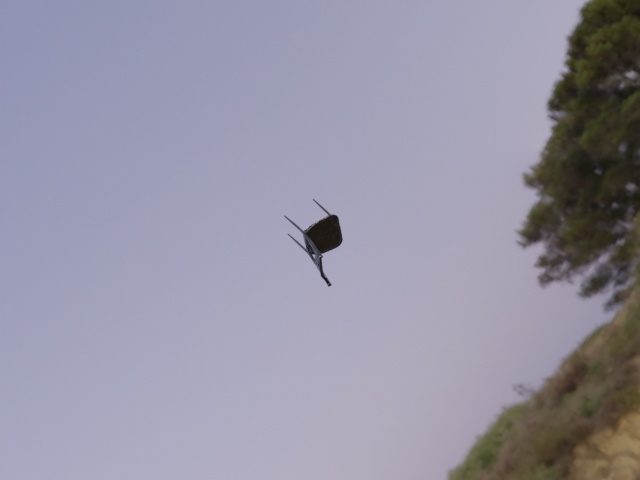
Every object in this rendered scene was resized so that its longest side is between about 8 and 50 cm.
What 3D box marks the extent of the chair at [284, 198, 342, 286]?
[{"bbox_3d":[0.002,0.000,0.861,0.042,0.086,0.037,-24,-50,-11],"label":"chair"}]
